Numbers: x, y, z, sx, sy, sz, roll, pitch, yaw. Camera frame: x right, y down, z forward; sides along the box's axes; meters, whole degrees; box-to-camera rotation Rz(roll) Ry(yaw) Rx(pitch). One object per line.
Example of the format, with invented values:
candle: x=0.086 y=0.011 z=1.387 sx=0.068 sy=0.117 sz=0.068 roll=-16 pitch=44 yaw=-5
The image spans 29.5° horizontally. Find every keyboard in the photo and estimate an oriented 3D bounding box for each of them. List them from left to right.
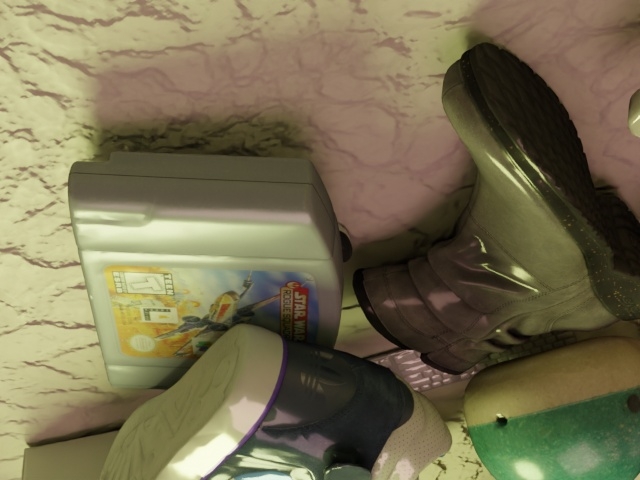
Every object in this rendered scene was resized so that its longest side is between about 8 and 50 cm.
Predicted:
keyboard: x=0.118 y=0.116 z=1.163 sx=0.256 sy=0.014 sz=0.072 roll=-17 pitch=141 yaw=10

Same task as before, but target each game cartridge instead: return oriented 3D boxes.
game cartridge: x=-0.081 y=0.039 z=0.958 sx=0.198 sy=0.062 sz=0.297 roll=5 pitch=146 yaw=2

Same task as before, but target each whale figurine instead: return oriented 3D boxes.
whale figurine: x=0.258 y=0.162 z=1.112 sx=0.272 sy=0.141 sz=0.216 roll=-3 pitch=166 yaw=-42

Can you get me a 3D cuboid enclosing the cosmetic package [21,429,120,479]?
cosmetic package: x=-0.091 y=0.276 z=1.197 sx=0.365 sy=0.155 sz=0.197 roll=-11 pitch=144 yaw=7

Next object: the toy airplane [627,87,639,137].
toy airplane: x=0.408 y=-0.082 z=0.818 sx=0.386 sy=0.272 sz=0.384 roll=13 pitch=141 yaw=32

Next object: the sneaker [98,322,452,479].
sneaker: x=-0.036 y=0.205 z=1.035 sx=0.236 sy=0.130 sz=0.323 roll=25 pitch=134 yaw=-21

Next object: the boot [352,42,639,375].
boot: x=0.116 y=0.006 z=0.951 sx=0.222 sy=0.118 sz=0.338 roll=-21 pitch=136 yaw=23

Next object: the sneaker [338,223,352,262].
sneaker: x=0.000 y=0.000 z=0.974 sx=0.031 sy=0.035 sz=0.083 roll=-25 pitch=139 yaw=20
